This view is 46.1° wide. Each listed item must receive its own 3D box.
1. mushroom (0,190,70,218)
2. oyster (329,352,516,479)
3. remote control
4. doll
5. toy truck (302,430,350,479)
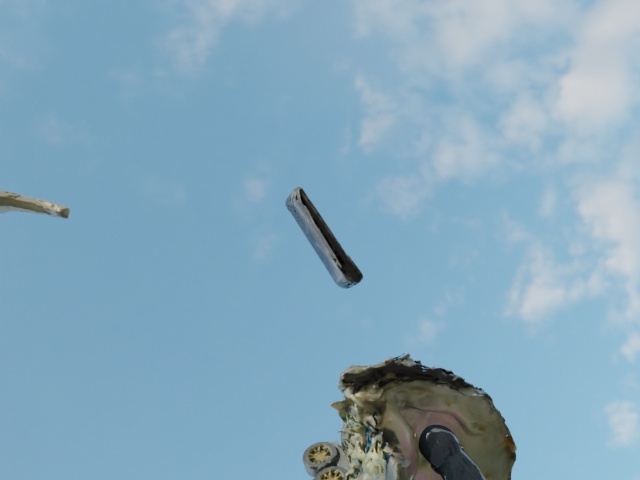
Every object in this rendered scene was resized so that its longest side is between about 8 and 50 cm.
[{"bbox_3d":[-0.297,-0.015,0.471,0.068,0.307,0.043,-62,-36,-42],"label":"mushroom"},{"bbox_3d":[0.100,0.226,0.746,0.198,0.092,0.259,-48,-58,-23],"label":"oyster"},{"bbox_3d":[0.000,0.000,0.634,0.014,0.039,0.096,-32,-93,-24],"label":"remote control"},{"bbox_3d":[0.137,0.225,0.697,0.037,0.027,0.125,-35,-103,-8],"label":"doll"},{"bbox_3d":[0.086,0.340,0.919,0.157,0.272,0.124,-19,-63,-10],"label":"toy truck"}]
